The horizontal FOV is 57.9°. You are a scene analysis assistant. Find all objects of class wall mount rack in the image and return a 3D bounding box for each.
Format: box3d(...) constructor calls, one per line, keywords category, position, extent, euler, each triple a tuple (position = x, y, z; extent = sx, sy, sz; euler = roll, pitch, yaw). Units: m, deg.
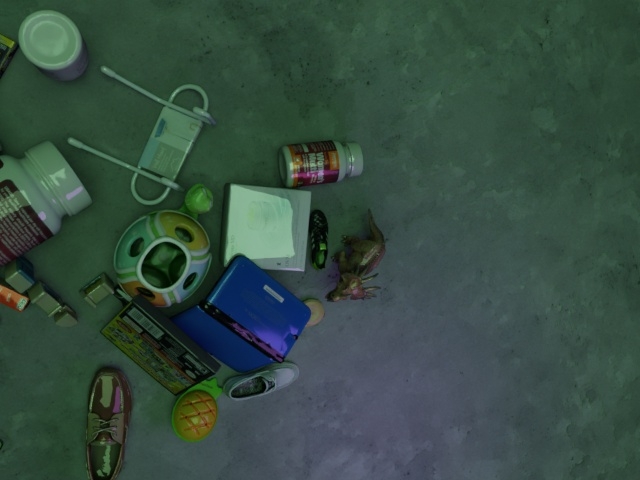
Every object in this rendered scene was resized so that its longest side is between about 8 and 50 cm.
box3d(category="wall mount rack", position=(-0.453, -0.282, 1.502), extent=(0.304, 0.130, 0.349), euler=(23, 87, 7))

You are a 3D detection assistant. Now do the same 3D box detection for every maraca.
box3d(category="maraca", position=(-0.343, 0.466, 1.615), extent=(0.127, 0.099, 0.185), euler=(26, 62, -19))

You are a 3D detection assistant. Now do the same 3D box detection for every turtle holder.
box3d(category="turtle holder", position=(-0.377, 0.030, 1.495), extent=(0.320, 0.227, 0.243), euler=(-33, 102, -11))

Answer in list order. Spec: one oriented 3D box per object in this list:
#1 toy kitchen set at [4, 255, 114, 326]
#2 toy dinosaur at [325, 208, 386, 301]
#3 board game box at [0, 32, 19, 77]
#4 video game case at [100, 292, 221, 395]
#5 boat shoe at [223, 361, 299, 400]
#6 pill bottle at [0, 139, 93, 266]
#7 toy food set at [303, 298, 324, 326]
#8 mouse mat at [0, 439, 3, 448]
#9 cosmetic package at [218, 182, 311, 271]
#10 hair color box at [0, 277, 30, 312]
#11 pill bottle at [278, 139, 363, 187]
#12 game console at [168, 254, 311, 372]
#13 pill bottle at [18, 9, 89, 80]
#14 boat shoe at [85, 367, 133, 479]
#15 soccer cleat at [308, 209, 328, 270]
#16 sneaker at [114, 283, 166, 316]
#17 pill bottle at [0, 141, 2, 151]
box3d(category="toy kitchen set", position=(-0.669, 0.094, 1.495), extent=(0.166, 0.122, 0.207), euler=(-40, 124, -9))
box3d(category="toy dinosaur", position=(0.123, 0.061, 1.655), extent=(0.127, 0.200, 0.295), euler=(30, 86, -16))
box3d(category="board game box", position=(-0.853, -0.465, 1.408), extent=(0.170, 0.048, 0.141), euler=(29, 85, -16))
box3d(category="video game case", position=(-0.419, 0.278, 1.500), extent=(0.275, 0.248, 0.035), euler=(44, 45, -10))
box3d(category="boat shoe", position=(-0.162, 0.412, 1.664), extent=(0.228, 0.081, 0.079), euler=(-12, 99, -19))
box3d(category="pill bottle", position=(-0.766, -0.061, 1.367), extent=(0.392, 0.224, 0.224), euler=(-36, 103, -19))
box3d(category="toy food set", position=(-0.027, 0.215, 1.719), extent=(0.083, 0.020, 0.083), euler=(-8, 97, -15))
box3d(category="mouse mat", position=(-0.939, 0.576, 1.498), extent=(0.153, 0.007, 0.189), euler=(30, 88, -16))
box3d(category="cosmetic package", position=(-0.156, -0.038, 1.600), extent=(0.225, 0.138, 0.223), euler=(4, 94, -15))
box3d(category="hair color box", position=(-0.805, 0.126, 1.462), extent=(0.141, 0.072, 0.043), euler=(30, 86, -16))
box3d(category="pill bottle", position=(0.000, -0.219, 1.635), extent=(0.221, 0.121, 0.121), euler=(-9, 97, -15))
box3d(category="game console", position=(-0.219, 0.210, 1.586), extent=(0.293, 0.173, 0.250), euler=(42, 71, -29))
box3d(category="pill bottle", position=(-0.625, -0.452, 1.379), extent=(0.131, 0.229, 0.131), euler=(-1, 95, -16))
box3d(category="boat shoe", position=(-0.564, 0.503, 1.540), extent=(0.123, 0.116, 0.323), euler=(0, 95, -16))
box3d(category="soccer cleat", position=(0.000, 0.000, 1.680), extent=(0.060, 0.072, 0.178), euler=(-2, 95, -16))
box3d(category="sneaker", position=(-0.497, 0.197, 1.560), extent=(0.178, 0.072, 0.077), euler=(44, 93, -9))
box3d(category="pill bottle", position=(-0.951, -0.190, 1.323), extent=(0.361, 0.204, 0.204), euler=(-36, 103, -10))
